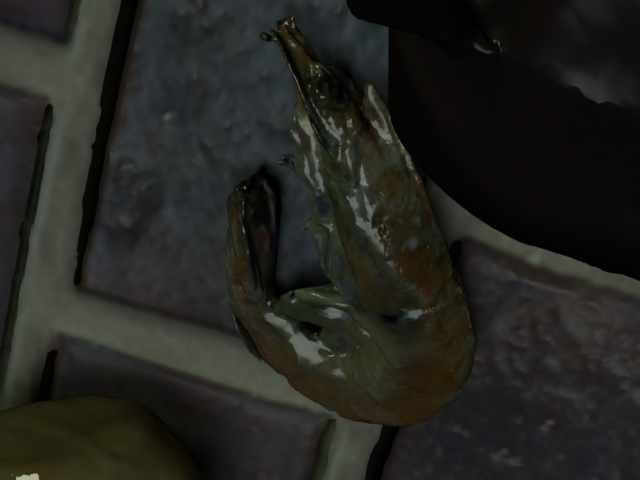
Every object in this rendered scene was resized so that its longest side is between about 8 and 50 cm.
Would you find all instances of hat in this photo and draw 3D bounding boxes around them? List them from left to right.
[{"bbox_3d":[0.079,-0.070,0.529,0.208,0.238,0.336,-3,127,9],"label":"hat"}]

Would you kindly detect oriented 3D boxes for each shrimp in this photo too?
[{"bbox_3d":[0.000,0.000,0.684,0.126,0.047,0.223,-7,118,25],"label":"shrimp"}]

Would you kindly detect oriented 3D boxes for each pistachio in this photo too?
[{"bbox_3d":[-0.157,0.156,0.752,0.226,0.136,0.136,-22,112,26],"label":"pistachio"}]
